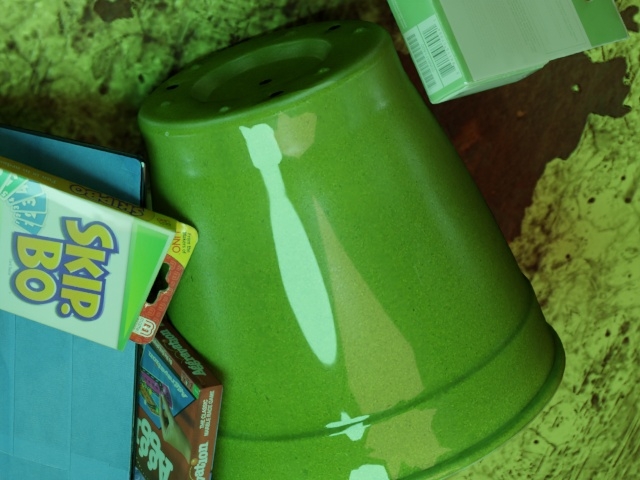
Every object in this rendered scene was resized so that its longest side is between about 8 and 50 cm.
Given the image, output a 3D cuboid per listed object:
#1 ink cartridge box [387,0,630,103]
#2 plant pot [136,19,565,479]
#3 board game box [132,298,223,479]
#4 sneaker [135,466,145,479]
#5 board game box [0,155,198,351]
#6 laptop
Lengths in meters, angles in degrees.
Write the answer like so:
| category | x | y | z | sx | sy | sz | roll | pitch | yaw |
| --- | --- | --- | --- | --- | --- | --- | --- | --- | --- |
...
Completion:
| category | x | y | z | sx | sy | sz | roll | pitch | yaw |
| --- | --- | --- | --- | --- | --- | --- | --- | --- | --- |
| ink cartridge box | 0.164 | -0.231 | 1.728 | 0.235 | 0.056 | 0.171 | -18 | 82 | -43 |
| plant pot | 0.000 | 0.000 | 1.714 | 0.367 | 0.366 | 0.353 | -22 | 111 | -9 |
| board game box | -0.168 | 0.126 | 1.724 | 0.027 | 0.281 | 0.145 | -8 | 120 | -28 |
| sneaker | -0.195 | 0.227 | 1.903 | 0.152 | 0.058 | 0.084 | -14 | 130 | -7 |
| board game box | -0.242 | 0.003 | 1.574 | 0.259 | 0.039 | 0.124 | 19 | 113 | -15 |
| laptop | -0.392 | 0.092 | 1.633 | 0.408 | 0.236 | 0.382 | -13 | 121 | -33 |
